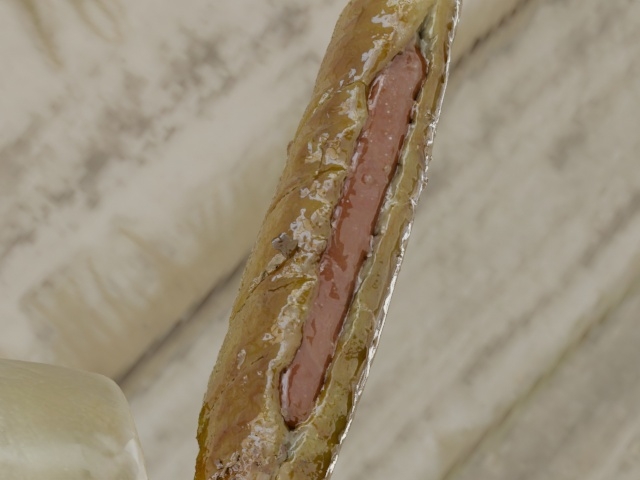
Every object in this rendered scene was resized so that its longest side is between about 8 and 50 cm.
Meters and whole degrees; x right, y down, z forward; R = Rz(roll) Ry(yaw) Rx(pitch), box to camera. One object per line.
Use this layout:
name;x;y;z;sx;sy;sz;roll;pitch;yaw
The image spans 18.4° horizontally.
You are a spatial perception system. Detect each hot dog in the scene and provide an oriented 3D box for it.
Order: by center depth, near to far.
hot dog;0.002;0.002;0.872;0.061;0.088;0.286;23;-116;-11

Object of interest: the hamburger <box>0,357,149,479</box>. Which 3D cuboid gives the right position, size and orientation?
hamburger;-0.179;0.198;1.011;0.170;0.302;0.302;0;-62;-15
